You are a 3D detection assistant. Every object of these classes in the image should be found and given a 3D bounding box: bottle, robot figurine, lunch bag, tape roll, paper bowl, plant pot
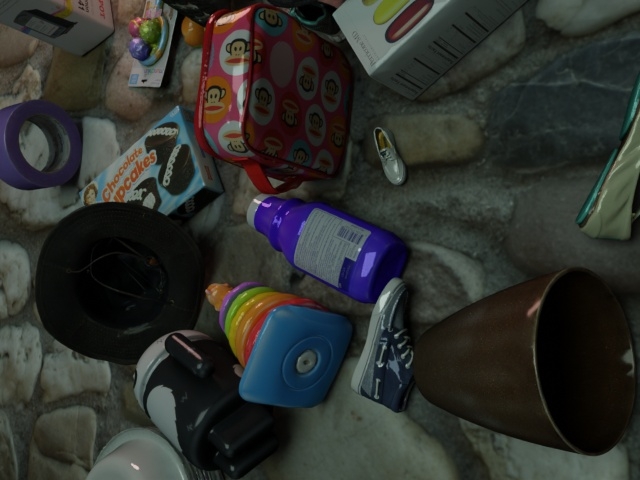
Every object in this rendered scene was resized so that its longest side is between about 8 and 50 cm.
[{"bbox_3d":[0.000,0.000,1.190,0.283,0.092,0.118,25,97,36],"label":"bottle"},{"bbox_3d":[-0.193,0.267,1.236,0.278,0.173,0.209,34,104,37],"label":"robot figurine"},{"bbox_3d":[-0.062,-0.196,1.145,0.120,0.293,0.258,1,83,32],"label":"lunch bag"},{"bbox_3d":[-0.617,-0.205,1.612,0.080,0.189,0.189,-4,80,36],"label":"tape roll"},{"bbox_3d":[-0.312,0.472,1.311,0.284,0.148,0.284,-7,78,36],"label":"paper bowl"},{"bbox_3d":[0.236,0.154,0.945,0.230,0.215,0.215,-13,75,49],"label":"plant pot"}]

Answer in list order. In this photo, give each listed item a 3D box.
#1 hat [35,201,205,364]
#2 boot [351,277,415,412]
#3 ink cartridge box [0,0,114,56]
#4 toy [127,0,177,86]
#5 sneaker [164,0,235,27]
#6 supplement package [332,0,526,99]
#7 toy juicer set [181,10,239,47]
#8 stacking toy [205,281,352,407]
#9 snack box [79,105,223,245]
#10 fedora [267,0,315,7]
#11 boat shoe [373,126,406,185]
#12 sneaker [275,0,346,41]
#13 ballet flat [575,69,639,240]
[{"bbox_3d":[-0.369,0.064,1.404,0.331,0.331,0.134,-55,18,16],"label":"hat"},{"bbox_3d":[0.115,0.155,1.106,0.086,0.069,0.190,23,105,29],"label":"boot"},{"bbox_3d":[-0.608,-0.562,1.589,0.131,0.306,0.226,-23,70,31],"label":"ink cartridge box"},{"bbox_3d":[-0.355,-0.438,1.534,0.137,0.056,0.237,14,88,48],"label":"toy"},{"bbox_3d":[-0.253,-0.516,1.331,0.182,0.158,0.410,-57,45,10],"label":"sneaker"},{"bbox_3d":[0.165,-0.349,1.100,0.244,0.134,0.139,-40,61,24],"label":"supplement package"},{"bbox_3d":[-0.192,-0.521,1.429,0.209,0.089,0.329,4,88,54],"label":"toy juicer set"},{"bbox_3d":[-0.103,0.133,1.230,0.302,0.175,0.166,30,100,49],"label":"stacking toy"},{"bbox_3d":[-0.342,-0.096,1.474,0.322,0.060,0.187,-34,64,27],"label":"snack box"},{"bbox_3d":[0.049,-0.490,1.186,0.334,0.152,0.334,-16,67,41],"label":"fedora"},{"bbox_3d":[0.106,-0.133,1.170,0.035,0.035,0.100,-24,69,31],"label":"boat shoe"},{"bbox_3d":[-0.023,-0.393,1.280,0.166,0.076,0.065,24,96,36],"label":"sneaker"},{"bbox_3d":[0.402,-0.113,0.935,0.086,0.086,0.248,26,100,36],"label":"ballet flat"}]
